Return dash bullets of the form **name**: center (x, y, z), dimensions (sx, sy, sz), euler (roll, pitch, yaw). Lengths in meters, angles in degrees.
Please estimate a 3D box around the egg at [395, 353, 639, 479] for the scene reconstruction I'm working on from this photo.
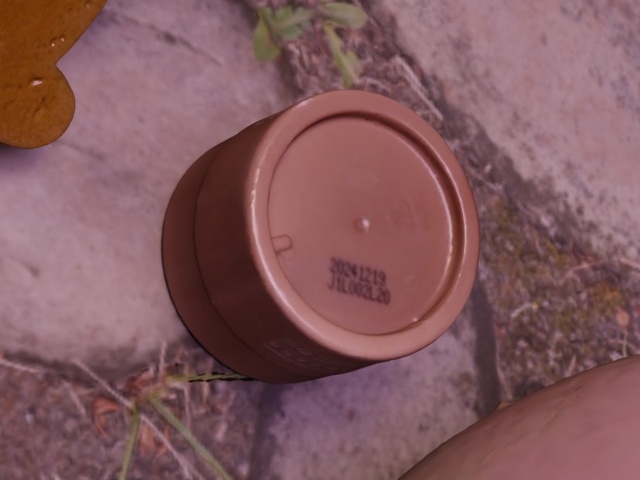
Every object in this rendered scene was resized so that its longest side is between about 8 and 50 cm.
- **egg**: center (0.158, 0.222, 0.910), dimensions (0.340, 0.354, 0.354), euler (9, 74, -15)

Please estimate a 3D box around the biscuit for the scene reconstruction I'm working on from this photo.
- **biscuit**: center (-0.175, -0.103, 0.894), dimensions (0.158, 0.035, 0.240), euler (31, 95, -47)

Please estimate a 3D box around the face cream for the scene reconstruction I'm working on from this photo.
- **face cream**: center (0.000, 0.000, 0.995), dimensions (0.149, 0.104, 0.149), euler (8, 75, -30)
